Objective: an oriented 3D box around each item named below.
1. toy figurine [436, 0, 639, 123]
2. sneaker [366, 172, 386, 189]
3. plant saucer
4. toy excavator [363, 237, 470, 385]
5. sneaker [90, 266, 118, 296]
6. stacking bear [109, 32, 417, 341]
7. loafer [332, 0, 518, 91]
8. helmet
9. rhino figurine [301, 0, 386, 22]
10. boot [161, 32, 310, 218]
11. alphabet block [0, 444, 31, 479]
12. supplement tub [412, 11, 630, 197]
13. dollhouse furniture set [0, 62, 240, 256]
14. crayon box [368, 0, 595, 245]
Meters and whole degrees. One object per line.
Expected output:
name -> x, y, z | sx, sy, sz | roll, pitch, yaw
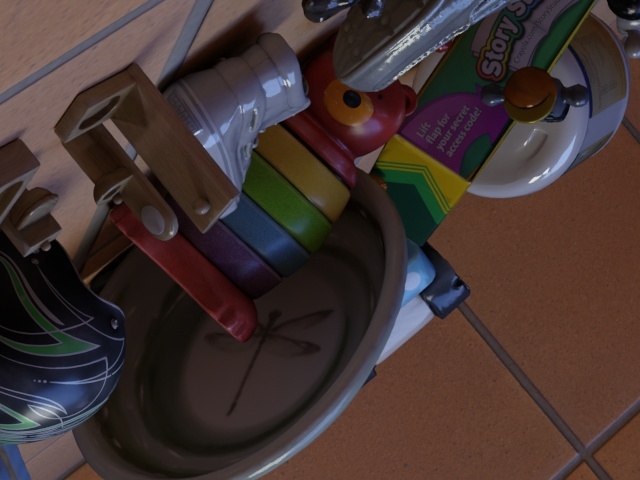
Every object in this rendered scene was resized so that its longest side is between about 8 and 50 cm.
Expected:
toy figurine -> 0.203, -0.227, 1.702 | 0.213, 0.209, 0.148 | -41, 169, 8
sneaker -> -0.008, -0.072, 1.943 | 0.175, 0.067, 0.064 | 8, -168, 32
plant saucer -> -0.069, 0.101, 1.835 | 0.400, 0.100, 0.400 | -23, -137, 23
toy excavator -> 0.000, 0.000, 2.318 | 0.222, 0.445, 0.433 | -40, -144, 0
sneaker -> -0.124, 0.057, 2.037 | 0.296, 0.147, 0.104 | -17, 172, -30
stacking bear -> -0.036, -0.066, 1.747 | 0.289, 0.175, 0.164 | -47, 178, -1
loafer -> 0.142, -0.237, 1.590 | 0.319, 0.111, 0.112 | -41, -141, 24
helmet -> -0.246, 0.086, 1.481 | 0.169, 0.161, 0.169 | -39, 175, -4
rhino figurine -> 0.061, -0.229, 1.432 | 0.243, 0.073, 0.106 | -34, 177, -43
boot -> -0.061, -0.098, 1.548 | 0.123, 0.095, 0.258 | -32, 173, -6
alphabet block -> -0.409, 0.312, 1.881 | 0.197, 0.193, 0.192 | -24, 177, 14
supplement tub -> 0.268, -0.190, 2.342 | 0.228, 0.228, 0.316 | -42, 174, 25
dollhouse furniture set -> -0.175, -0.016, 1.317 | 0.151, 0.123, 0.144 | -35, 173, -41
crayon box -> 0.192, -0.192, 1.963 | 0.363, 0.106, 0.313 | -56, 180, -13
